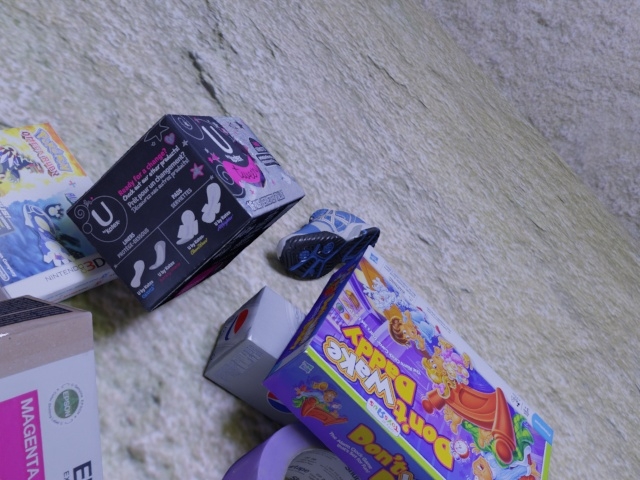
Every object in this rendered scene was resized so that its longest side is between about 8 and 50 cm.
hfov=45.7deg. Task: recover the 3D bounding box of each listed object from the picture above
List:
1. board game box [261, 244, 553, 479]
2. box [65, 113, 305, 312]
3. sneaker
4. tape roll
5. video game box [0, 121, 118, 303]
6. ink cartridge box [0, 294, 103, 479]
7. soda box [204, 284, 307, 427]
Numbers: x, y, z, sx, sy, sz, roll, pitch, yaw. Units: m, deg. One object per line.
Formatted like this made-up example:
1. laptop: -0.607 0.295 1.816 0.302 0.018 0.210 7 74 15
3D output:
1. board game box: 0.120 0.200 0.893 0.347 0.078 0.233 45 34 -7
2. box: -0.141 -0.046 0.875 0.142 0.163 0.247 49 14 0
3. sneaker: 0.000 0.000 1.145 0.081 0.080 0.211 39 27 27
4. tape roll: -0.013 0.296 0.809 0.189 0.080 0.189 29 37 -25
5. video game box: -0.318 -0.027 0.822 0.205 0.048 0.187 52 31 6
6. ink cartridge box: -0.256 0.174 0.540 0.193 0.088 0.235 -15 107 -52
7. soda box: 0.006 0.185 0.932 0.286 0.091 0.098 38 34 -16
